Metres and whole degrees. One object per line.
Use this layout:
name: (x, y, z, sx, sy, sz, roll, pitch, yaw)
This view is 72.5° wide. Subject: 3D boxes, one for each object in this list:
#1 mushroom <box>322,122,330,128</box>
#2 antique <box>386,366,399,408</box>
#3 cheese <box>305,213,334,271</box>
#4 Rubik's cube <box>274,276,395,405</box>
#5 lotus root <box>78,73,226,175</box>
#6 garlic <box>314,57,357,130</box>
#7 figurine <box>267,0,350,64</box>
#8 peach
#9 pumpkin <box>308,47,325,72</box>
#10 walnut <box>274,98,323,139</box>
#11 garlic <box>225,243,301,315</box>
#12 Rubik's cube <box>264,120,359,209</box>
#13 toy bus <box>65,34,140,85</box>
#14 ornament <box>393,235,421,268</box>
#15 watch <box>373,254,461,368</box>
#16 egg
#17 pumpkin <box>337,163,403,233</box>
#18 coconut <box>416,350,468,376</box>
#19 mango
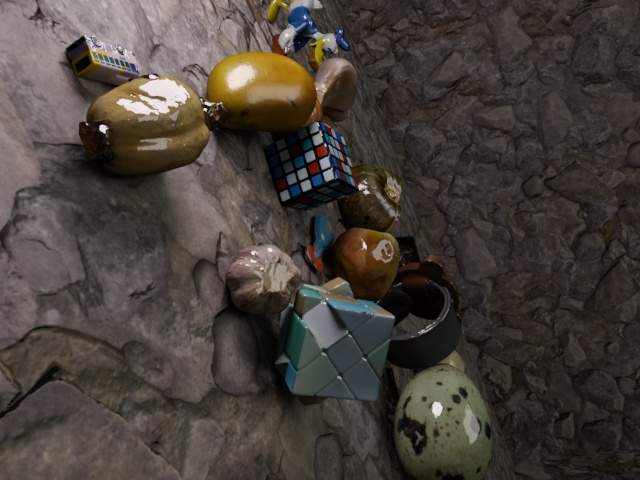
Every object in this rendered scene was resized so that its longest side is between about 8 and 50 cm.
mushroom: (-0.001, -0.336, 1.488, 0.148, 0.112, 0.147, -10, 90, -70)
antique: (0.252, 0.522, 1.455, 0.031, 0.015, 0.191, 29, 45, -60)
cheese: (0.000, 0.000, 1.304, 0.106, 0.037, 0.256, 58, 26, -23)
Rubik's cube: (0.023, 0.215, 0.914, 0.213, 0.225, 0.264, -160, -96, -72)
lotus root: (-0.272, -0.185, 0.702, 0.257, 0.140, 0.154, -40, 121, -57)
garlic: (0.026, -0.519, 1.575, 0.132, 0.278, 0.325, 37, 28, 12)
figurine: (-0.054, -0.738, 1.524, 0.283, 0.339, 0.204, -63, 176, -15)
peach: (0.139, 0.079, 1.329, 0.214, 0.215, 0.235, 3, 89, -66)
pumpkin: (-0.019, -0.805, 1.947, 0.074, 0.054, 0.083, 39, 58, -46)
walnut: (-0.082, -0.386, 1.292, 0.207, 0.168, 0.167, 69, 22, 3)
garlic: (-0.119, 0.080, 0.869, 0.159, 0.102, 0.147, -33, 105, -44)
Rubik's cube: (-0.021, -0.203, 1.237, 0.187, 0.182, 0.183, 0, 72, -66)
toy bus: (-0.352, -0.291, 0.719, 0.102, 0.052, 0.058, -18, 90, -66)
ornament: (0.303, 0.100, 1.804, 0.196, 0.167, 0.153, -61, 138, -47)
watch: (0.294, 0.257, 1.468, 0.326, 0.336, 0.313, -55, 130, -41)
egg: (0.366, 0.559, 1.309, 0.287, 0.288, 0.379, 54, 42, -33)
pumpkin: (0.159, -0.159, 1.641, 0.232, 0.242, 0.324, 30, 39, -13)
coconut: (0.502, 0.540, 1.783, 0.224, 0.225, 0.224, 49, 29, -41)
mango: (-0.147, -0.360, 1.074, 0.317, 0.173, 0.211, -26, 81, -46)
